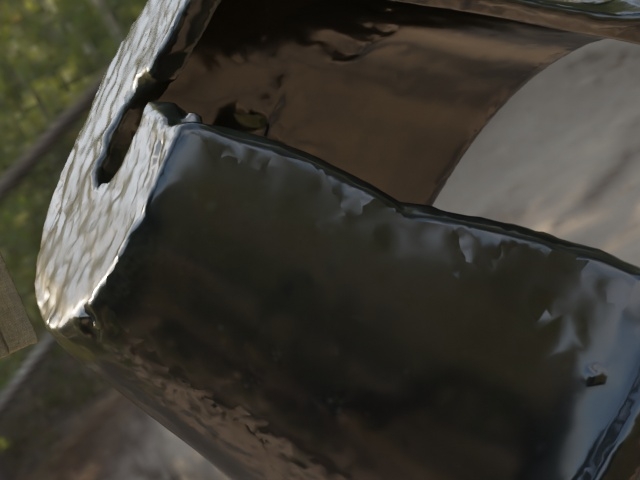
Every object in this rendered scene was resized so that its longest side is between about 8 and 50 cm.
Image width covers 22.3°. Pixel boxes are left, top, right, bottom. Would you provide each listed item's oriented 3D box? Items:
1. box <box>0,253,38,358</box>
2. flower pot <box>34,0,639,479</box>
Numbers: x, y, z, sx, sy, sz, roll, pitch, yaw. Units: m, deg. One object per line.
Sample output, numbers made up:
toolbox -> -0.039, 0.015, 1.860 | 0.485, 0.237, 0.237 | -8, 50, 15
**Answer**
box -> -0.153, 0.010, 0.643 | 0.035, 0.083, 0.079 | -26, 7, -26
flower pot -> 0.000, 0.000, 0.855 | 0.379, 0.251, 0.379 | -50, 27, 38
